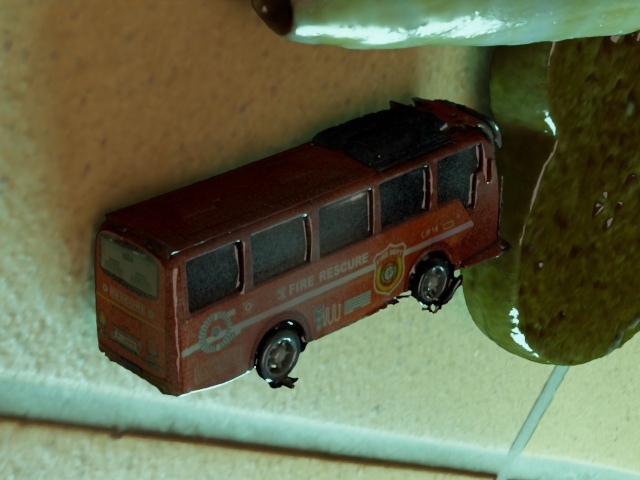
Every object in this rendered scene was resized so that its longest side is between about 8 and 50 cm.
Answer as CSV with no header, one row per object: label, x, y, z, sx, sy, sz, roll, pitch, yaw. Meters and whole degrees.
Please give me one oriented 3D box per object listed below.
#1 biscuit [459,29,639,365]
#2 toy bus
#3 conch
biscuit,0.191,-0.093,0.837,0.314,0.063,0.368,10,107,-51
toy bus,0.000,0.000,0.656,0.235,0.073,0.096,-25,127,-39
conch,0.093,-0.144,0.603,0.255,0.127,0.158,-34,137,-31
